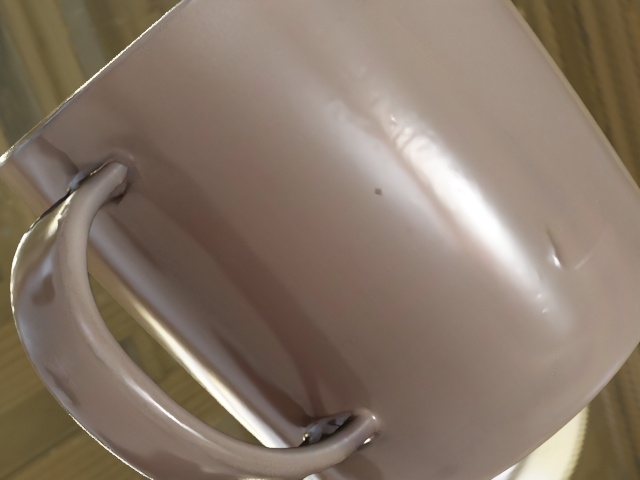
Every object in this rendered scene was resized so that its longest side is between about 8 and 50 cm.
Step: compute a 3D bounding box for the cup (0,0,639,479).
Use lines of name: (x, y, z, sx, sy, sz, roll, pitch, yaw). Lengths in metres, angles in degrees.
cup: (0.000, 0.000, 0.521, 0.191, 0.253, 0.200, -32, -77, 39)
